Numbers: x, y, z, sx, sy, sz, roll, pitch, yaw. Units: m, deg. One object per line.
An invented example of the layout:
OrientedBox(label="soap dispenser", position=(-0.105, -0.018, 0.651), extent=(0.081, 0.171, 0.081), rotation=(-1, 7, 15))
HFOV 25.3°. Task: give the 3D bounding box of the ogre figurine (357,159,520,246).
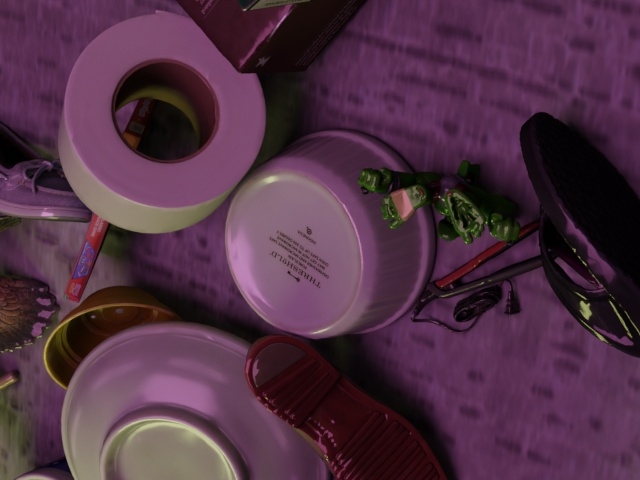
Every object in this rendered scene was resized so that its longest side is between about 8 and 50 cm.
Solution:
OrientedBox(label="ogre figurine", position=(0.155, -0.045, 1.674), extent=(0.197, 0.118, 0.097), rotation=(0, 96, 28))

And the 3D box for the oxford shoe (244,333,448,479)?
OrientedBox(label="oxford shoe", position=(0.042, 0.243, 1.841), extent=(0.123, 0.130, 0.348), rotation=(-42, 97, -2))

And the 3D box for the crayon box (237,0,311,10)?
OrientedBox(label="crayon box", position=(-0.022, -0.422, 1.550), extent=(0.106, 0.363, 0.313), rotation=(-36, 81, 37))

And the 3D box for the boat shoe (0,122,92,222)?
OrientedBox(label="boat shoe", position=(-0.432, -0.099, 2.065), extent=(0.320, 0.118, 0.103), rotation=(26, 108, 49))

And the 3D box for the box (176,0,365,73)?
OrientedBox(label="box", position=(-0.071, -0.330, 1.719), extent=(0.203, 0.167, 0.168), rotation=(50, 115, 13))

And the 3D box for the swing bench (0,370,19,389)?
OrientedBox(label="swing bench", position=(-0.599, 0.354, 2.226), extent=(0.254, 0.165, 0.253), rotation=(-44, 42, 34))

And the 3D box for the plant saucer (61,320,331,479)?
OrientedBox(label="plant saucer", position=(-0.188, 0.309, 1.956), extent=(0.400, 0.100, 0.401), rotation=(7, 115, 15))

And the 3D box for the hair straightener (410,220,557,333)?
OrientedBox(label="hair straightener", position=(0.199, 0.061, 1.720), extent=(0.230, 0.047, 0.089), rotation=(-33, 83, 37))

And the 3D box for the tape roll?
OrientedBox(label="tape roll", position=(-0.201, -0.141, 1.775), extent=(0.246, 0.246, 0.169), rotation=(64, 164, 4))

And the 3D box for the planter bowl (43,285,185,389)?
OrientedBox(label="planter bowl", position=(-0.285, 0.129, 2.028), extent=(0.217, 0.217, 0.090), rotation=(-49, 36, 34))

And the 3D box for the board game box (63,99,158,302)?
OrientedBox(label="board game box", position=(-0.291, -0.062, 1.982), extent=(0.027, 0.145, 0.281), rotation=(22, 119, -6))

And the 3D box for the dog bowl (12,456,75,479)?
OrientedBox(label="dog bowl", position=(-0.379, 0.470, 2.207), extent=(0.264, 0.104, 0.265), rotation=(10, 108, 33))

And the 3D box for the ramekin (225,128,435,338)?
OrientedBox(label="ramekin", position=(0.000, 0.000, 1.796), extent=(0.272, 0.127, 0.273), rotation=(10, 108, 33))

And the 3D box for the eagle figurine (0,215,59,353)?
OrientedBox(label="eagle figurine", position=(-0.576, 0.043, 2.184), extent=(0.298, 0.226, 0.225), rotation=(16, 91, 37))

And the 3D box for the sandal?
OrientedBox(label="sandal", position=(0.329, 0.064, 1.553), extent=(0.107, 0.167, 0.446), rotation=(-37, 81, 32))
